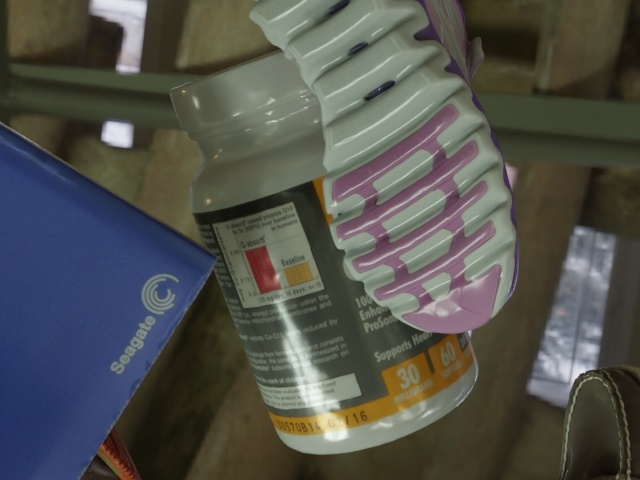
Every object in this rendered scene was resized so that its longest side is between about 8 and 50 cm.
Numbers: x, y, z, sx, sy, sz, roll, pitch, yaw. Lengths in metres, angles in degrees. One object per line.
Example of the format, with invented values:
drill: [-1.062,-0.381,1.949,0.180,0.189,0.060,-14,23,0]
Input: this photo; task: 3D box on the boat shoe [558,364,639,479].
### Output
boat shoe: [0.232,0.255,0.944,0.097,0.324,0.116,12,158,-22]

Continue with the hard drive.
hard drive: [-0.249,0.017,0.674,0.319,0.210,0.040,33,179,-21]

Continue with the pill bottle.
pill bottle: [0.000,0.000,0.831,0.162,0.278,0.162,-19,-169,4]

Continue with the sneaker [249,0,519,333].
sneaker: [0.045,-0.072,0.568,0.095,0.236,0.104,-25,173,31]

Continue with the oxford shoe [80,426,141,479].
oxford shoe: [-0.263,0.212,1.164,0.098,0.271,0.097,-34,-137,-6]
